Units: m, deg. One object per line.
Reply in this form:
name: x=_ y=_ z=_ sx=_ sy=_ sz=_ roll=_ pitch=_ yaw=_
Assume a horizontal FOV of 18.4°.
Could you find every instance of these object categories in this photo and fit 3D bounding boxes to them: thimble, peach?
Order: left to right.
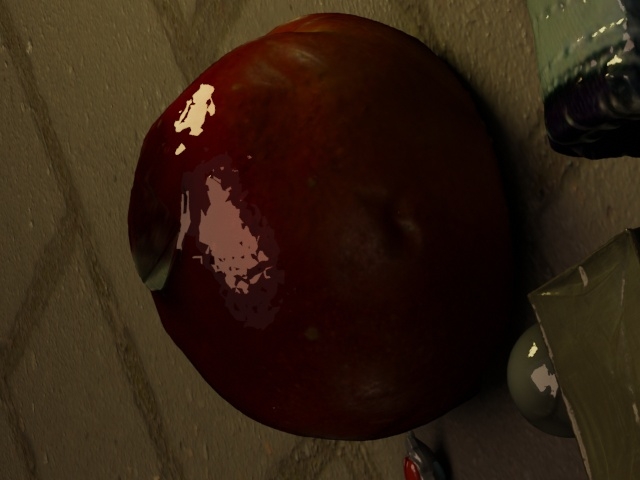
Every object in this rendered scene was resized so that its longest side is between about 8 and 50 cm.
peach: x=-0.016 y=-0.012 z=1.814 sx=0.335 sy=0.310 sz=0.406 roll=-21 pitch=77 yaw=56
thimble: x=0.255 y=-0.146 z=1.395 sx=0.237 sy=0.237 sz=0.150 roll=-28 pitch=71 yaw=58

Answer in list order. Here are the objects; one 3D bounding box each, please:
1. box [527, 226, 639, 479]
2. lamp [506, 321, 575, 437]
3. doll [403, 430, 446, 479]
box: x=0.284 y=0.111 z=1.475 sx=0.155 sy=0.149 sz=0.231 roll=-39 pitch=63 yaw=56
lamp: x=0.208 y=0.113 z=1.650 sx=0.105 sy=0.105 sz=0.105 roll=17 pitch=110 yaw=57
doll: x=0.102 y=0.233 z=1.917 sx=0.057 sy=0.039 sz=0.114 roll=-87 pitch=-14 yaw=-73
